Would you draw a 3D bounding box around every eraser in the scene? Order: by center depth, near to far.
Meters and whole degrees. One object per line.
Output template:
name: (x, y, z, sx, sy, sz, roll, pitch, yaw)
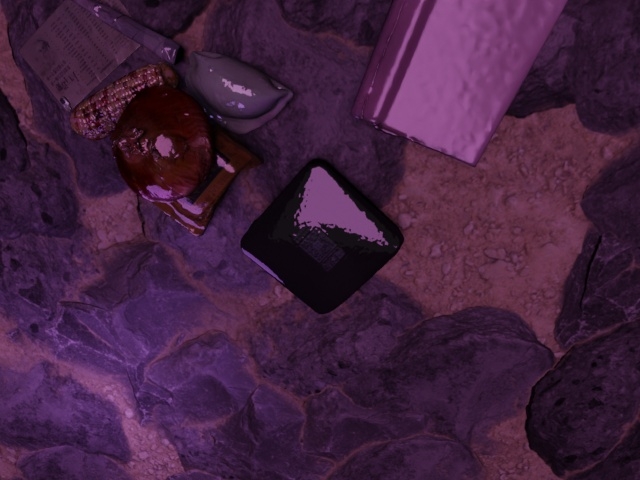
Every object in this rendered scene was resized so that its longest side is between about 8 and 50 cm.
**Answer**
eraser: (0.243, -0.353, 0.737, 0.272, 0.122, 0.359, 20, 113, -3)

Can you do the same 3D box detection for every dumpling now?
dumpling: (-0.167, -0.300, 0.826, 0.217, 0.149, 0.104, 14, 74, -6)

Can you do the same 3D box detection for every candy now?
candy: (-0.259, -0.127, 0.898, 0.143, 0.101, 0.271, 39, 118, -17)

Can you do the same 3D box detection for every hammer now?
hammer: (-0.469, -0.485, 0.805, 0.427, 0.044, 0.152, 27, 111, -4)

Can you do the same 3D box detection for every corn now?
corn: (-0.415, -0.295, 0.855, 0.253, 0.086, 0.086, -23, 107, 14)

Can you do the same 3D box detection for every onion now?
onion: (-0.325, -0.183, 0.777, 0.230, 0.163, 0.229, 8, 108, 26)

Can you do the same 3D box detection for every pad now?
pad: (-0.512, -0.417, 0.859, 0.265, 0.009, 0.159, -32, 104, 17)

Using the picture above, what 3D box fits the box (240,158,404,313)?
box: (0.000, 0.000, 0.928, 0.289, 0.073, 0.290, 40, 111, -9)
